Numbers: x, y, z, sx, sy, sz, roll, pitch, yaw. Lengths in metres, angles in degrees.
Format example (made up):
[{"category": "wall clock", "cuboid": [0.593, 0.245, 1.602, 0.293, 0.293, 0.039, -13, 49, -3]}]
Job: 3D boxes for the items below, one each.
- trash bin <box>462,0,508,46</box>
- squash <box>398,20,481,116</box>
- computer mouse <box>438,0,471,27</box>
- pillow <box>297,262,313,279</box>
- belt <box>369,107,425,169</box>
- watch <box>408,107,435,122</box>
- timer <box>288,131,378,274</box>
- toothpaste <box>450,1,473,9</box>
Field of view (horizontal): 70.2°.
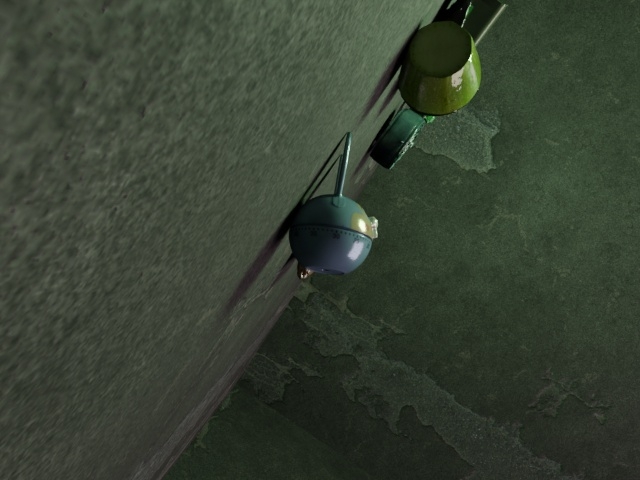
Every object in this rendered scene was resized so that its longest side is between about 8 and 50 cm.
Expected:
[{"category": "trash bin", "cuboid": [0.475, -0.681, 1.475, 0.240, 0.122, 0.164, -56, 177, 34]}, {"category": "squash", "cuboid": [0.239, -0.348, 0.910, 0.170, 0.170, 0.123, -57, 165, -2]}, {"category": "computer mouse", "cuboid": [0.284, -0.460, 1.111, 0.168, 0.087, 0.295, -58, 167, -61]}, {"category": "pillow", "cuboid": [0.000, 0.000, 1.358, 0.223, 0.084, 0.236, -58, 180, 9]}, {"category": "belt", "cuboid": [0.266, -0.355, 1.577, 0.206, 0.116, 0.267, -55, 175, 26]}, {"category": "watch", "cuboid": [0.337, -0.466, 1.739, 0.152, 0.131, 0.165, -39, -173, 18]}, {"category": "timer", "cuboid": [0.045, -0.050, 0.874, 0.255, 0.175, 0.175, -57, 177, -13]}, {"category": "toothpaste", "cuboid": [0.381, -0.626, 1.243, 0.037, 0.043, 0.178, -56, 178, 38]}]
